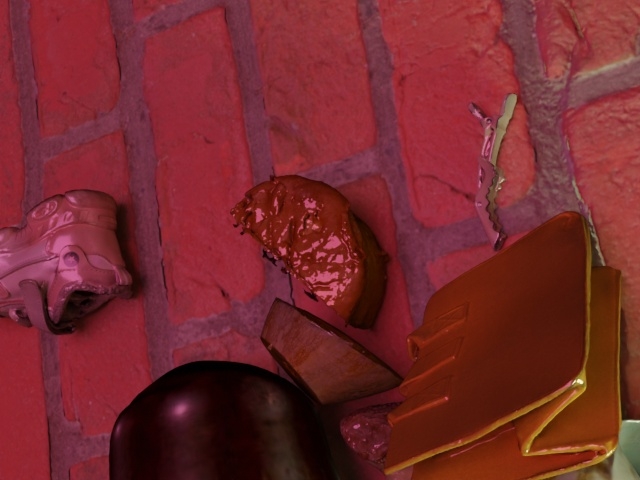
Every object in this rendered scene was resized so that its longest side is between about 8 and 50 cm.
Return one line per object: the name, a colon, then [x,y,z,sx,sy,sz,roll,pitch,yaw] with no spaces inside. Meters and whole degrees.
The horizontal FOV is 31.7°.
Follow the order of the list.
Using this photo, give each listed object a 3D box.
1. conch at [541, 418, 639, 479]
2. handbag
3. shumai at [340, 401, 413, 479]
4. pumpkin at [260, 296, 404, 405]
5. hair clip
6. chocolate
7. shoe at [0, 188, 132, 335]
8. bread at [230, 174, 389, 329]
conch: [0.335,0.316,1.357,0.368,0.197,0.249,37,62,8]
handbag: [0.228,0.146,1.385,0.283,0.401,0.133,-24,112,25]
shumai: [0.108,0.288,1.558,0.145,0.145,0.116,1,100,30]
pumpkin: [0.001,0.168,1.570,0.217,0.217,0.110,40,91,29]
hair clip: [0.236,-0.097,1.598,0.072,0.034,0.226,1,83,34]
chocolate: [-0.150,0.346,1.570,0.383,0.383,0.331,-34,57,21]
shoe: [-0.475,0.069,1.897,0.351,0.172,0.198,-32,70,23]
bread: [0.002,0.002,1.650,0.260,0.160,0.147,40,93,32]
